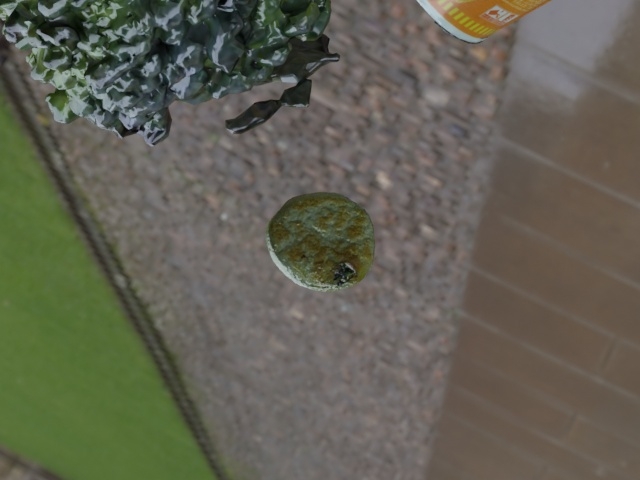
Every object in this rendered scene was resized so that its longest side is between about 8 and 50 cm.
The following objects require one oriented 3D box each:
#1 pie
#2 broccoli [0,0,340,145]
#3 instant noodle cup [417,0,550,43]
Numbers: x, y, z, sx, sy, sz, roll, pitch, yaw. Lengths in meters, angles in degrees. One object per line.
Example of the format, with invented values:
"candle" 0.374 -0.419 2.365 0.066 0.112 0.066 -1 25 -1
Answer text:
"pie" 0.000 0.000 1.094 0.085 0.085 0.017 28 153 1
"broccoli" -0.070 -0.185 0.698 0.198 0.275 0.177 -18 132 4
"instant noodle cup" 0.146 -0.234 1.022 0.168 0.168 0.185 37 125 -26
